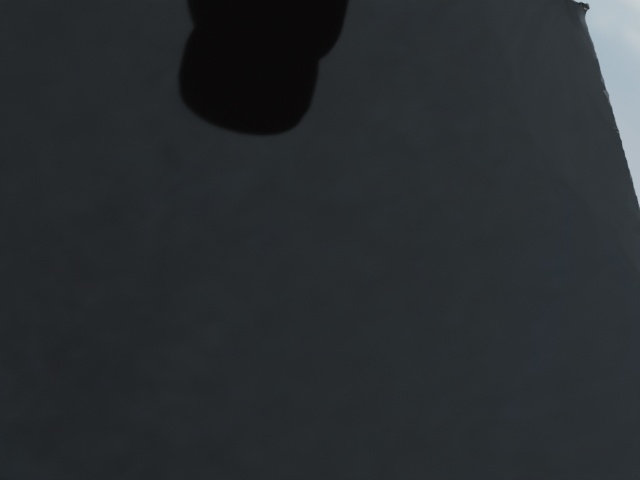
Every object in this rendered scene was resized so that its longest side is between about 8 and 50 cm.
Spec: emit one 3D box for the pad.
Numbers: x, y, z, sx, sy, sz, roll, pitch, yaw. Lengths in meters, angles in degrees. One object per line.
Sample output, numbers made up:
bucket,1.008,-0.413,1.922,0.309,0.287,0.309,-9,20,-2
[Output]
pad,0.000,0.000,0.530,0.367,0.007,0.248,7,-116,-42
